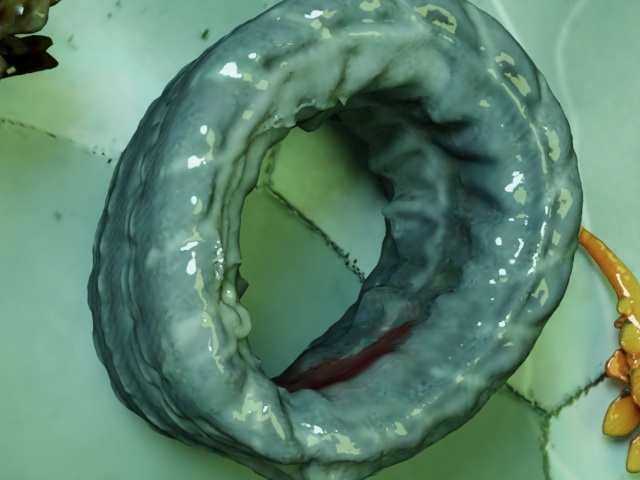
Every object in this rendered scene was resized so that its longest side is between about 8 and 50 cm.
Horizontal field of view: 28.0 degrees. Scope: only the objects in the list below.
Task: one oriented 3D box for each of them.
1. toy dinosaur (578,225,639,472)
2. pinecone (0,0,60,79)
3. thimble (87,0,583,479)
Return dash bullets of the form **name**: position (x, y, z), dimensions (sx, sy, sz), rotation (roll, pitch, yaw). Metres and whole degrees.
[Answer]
- **toy dinosaur**: position (0.227, 0.096, 0.779), dimensions (0.288, 0.070, 0.117), rotation (35, 74, -15)
- **pinecone**: position (-0.214, -0.104, 0.522), dimensions (0.184, 0.179, 0.204), rotation (-40, 123, 1)
- **thimble**: position (0.000, 0.000, 0.619), dimensions (0.205, 0.172, 0.236), rotation (23, 76, -20)
